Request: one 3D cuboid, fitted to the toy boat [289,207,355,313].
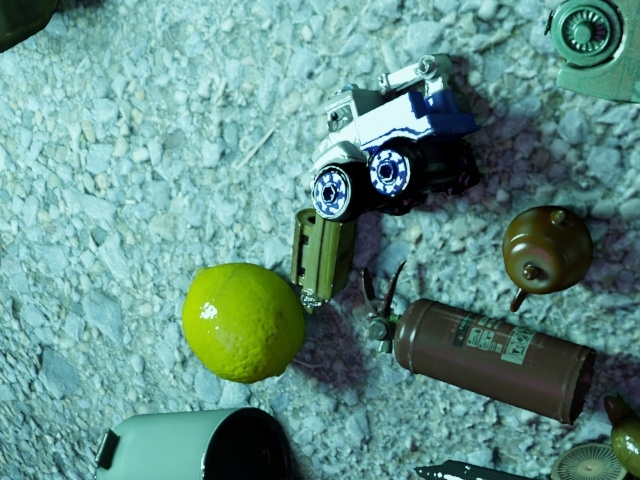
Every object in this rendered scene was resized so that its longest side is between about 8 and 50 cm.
[{"bbox_3d":[0.000,0.000,1.355,0.088,0.068,0.226,24,127,28],"label":"toy boat"}]

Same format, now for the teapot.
[{"bbox_3d":[0.268,0.022,1.161,0.116,0.116,0.173,31,129,16],"label":"teapot"}]

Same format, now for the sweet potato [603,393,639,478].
[{"bbox_3d":[0.481,0.297,1.184,0.310,0.098,0.124,38,151,8],"label":"sweet potato"}]

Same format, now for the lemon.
[{"bbox_3d":[-0.117,0.119,1.430,0.203,0.178,0.178,51,131,1],"label":"lemon"}]

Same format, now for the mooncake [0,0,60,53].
[{"bbox_3d":[-0.518,-0.349,1.366,0.290,0.290,0.161,2,120,33],"label":"mooncake"}]

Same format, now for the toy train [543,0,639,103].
[{"bbox_3d":[0.326,-0.290,0.936,0.159,0.129,0.326,17,124,21],"label":"toy train"}]

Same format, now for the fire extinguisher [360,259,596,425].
[{"bbox_3d":[0.195,0.125,1.281,0.337,0.106,0.147,17,98,25],"label":"fire extinguisher"}]

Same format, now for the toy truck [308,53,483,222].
[{"bbox_3d":[0.082,-0.124,1.192,0.213,0.161,0.177,-21,83,40],"label":"toy truck"}]

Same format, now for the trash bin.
[{"bbox_3d":[-0.214,0.398,1.621,0.262,0.217,0.277,-12,142,38],"label":"trash bin"}]

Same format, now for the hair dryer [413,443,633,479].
[{"bbox_3d":[0.287,0.377,1.371,0.352,0.107,0.189,2,119,42],"label":"hair dryer"}]
